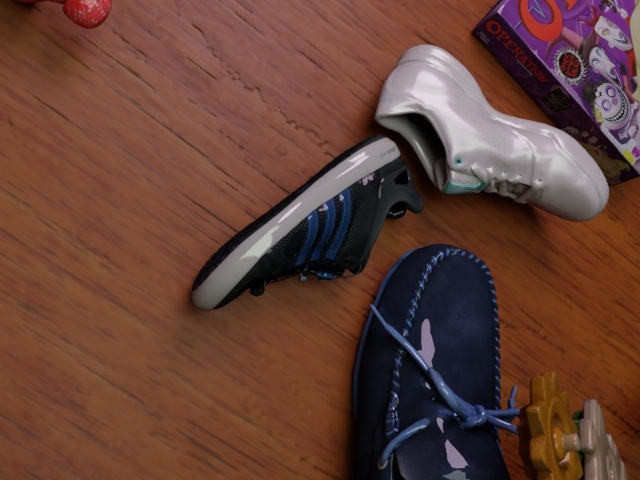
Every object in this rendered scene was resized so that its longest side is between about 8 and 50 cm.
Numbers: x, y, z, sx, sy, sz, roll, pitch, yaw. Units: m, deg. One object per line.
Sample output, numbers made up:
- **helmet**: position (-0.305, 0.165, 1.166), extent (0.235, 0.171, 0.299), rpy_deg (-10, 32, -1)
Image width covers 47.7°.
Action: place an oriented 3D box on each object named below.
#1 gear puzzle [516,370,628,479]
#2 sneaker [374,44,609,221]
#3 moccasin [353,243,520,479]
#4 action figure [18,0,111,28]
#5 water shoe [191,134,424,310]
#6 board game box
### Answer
- **gear puzzle**: position (0.189, 0.219, 0.505), extent (0.339, 0.044, 0.175), rpy_deg (57, 35, -34)
- **sneaker**: position (0.135, -0.064, 0.595), extent (0.212, 0.080, 0.094), rpy_deg (33, 58, -4)
- **moccasin**: position (0.095, 0.168, 0.521), extent (0.138, 0.117, 0.341), rpy_deg (10, 77, -21)
- **action figure**: position (-0.219, -0.271, 0.478), extent (0.139, 0.091, 0.280), rpy_deg (-43, 98, -14)
- **water shoe**: position (0.000, 0.000, 0.535), extent (0.203, 0.073, 0.080), rpy_deg (-39, 99, -23)
- **board game box**: position (0.320, -0.245, 0.726), extent (0.208, 0.056, 0.346), rpy_deg (43, 68, -6)
